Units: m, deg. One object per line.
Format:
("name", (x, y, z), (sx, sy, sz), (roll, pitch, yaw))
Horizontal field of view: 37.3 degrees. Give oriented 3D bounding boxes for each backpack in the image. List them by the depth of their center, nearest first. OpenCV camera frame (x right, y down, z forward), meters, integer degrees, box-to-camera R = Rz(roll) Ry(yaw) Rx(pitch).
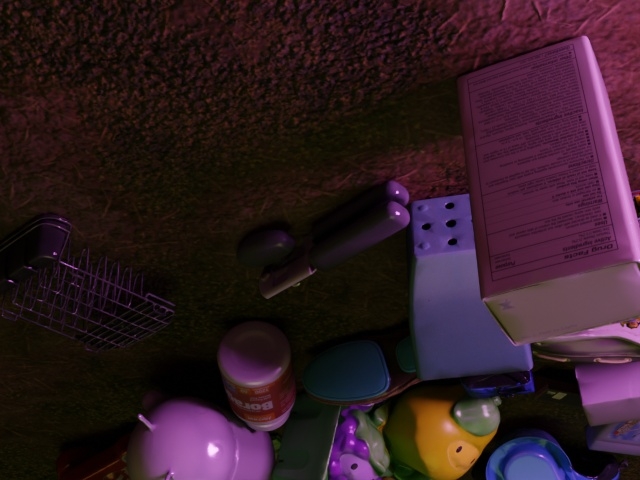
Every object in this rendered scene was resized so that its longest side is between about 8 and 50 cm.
("backpack", (0.295, 0.222, 1.598), (0.120, 0.098, 0.101), (-10, 147, 14))

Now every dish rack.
("dish rack", (-0.365, 0.081, 1.440), (0.208, 0.074, 0.271), (-27, 138, 35))

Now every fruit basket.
("fruit basket", (0.155, 0.394, 1.729), (0.392, 0.282, 0.392), (13, 156, 6))

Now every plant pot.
("plant pot", (0.195, 0.056, 1.318), (0.166, 0.165, 0.234), (-8, 137, 11))

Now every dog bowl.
("dog bowl", (0.441, 0.504, 1.889), (0.166, 0.074, 0.297), (-24, 102, 15))

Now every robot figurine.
("robot figurine", (-0.210, 0.389, 1.690), (0.200, 0.300, 0.353), (-45, 152, 2))

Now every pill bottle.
("pill bottle", (-0.103, 0.238, 1.607), (0.121, 0.121, 0.216), (-1, 144, 3))

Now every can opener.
("can opener", (0.000, 0.000, 1.313), (0.280, 0.074, 0.093), (-27, 135, 33))

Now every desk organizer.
("desk organizer", (0.447, 0.263, 1.691), (0.130, 0.050, 0.047), (13, 143, -16))

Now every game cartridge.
("game cartridge", (0.634, 0.330, 1.782), (0.198, 0.062, 0.297), (6, 144, -14))

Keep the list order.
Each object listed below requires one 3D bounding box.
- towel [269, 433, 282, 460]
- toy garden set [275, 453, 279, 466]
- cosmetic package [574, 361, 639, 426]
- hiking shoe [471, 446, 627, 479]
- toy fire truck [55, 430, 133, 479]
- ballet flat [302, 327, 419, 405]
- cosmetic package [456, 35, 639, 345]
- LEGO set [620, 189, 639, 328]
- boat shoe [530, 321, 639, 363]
("towel", (-0.137, 0.441, 1.983), (0.152, 0.023, 0.113), (-15, 144, 17))
("toy garden set", (-0.073, 0.501, 2.011), (0.244, 0.049, 0.204), (-19, 149, 25))
("cosmetic package", (0.545, 0.219, 1.566), (0.238, 0.127, 0.107), (-13, 143, 21))
("hiking shoe", (0.470, 0.477, 1.974), (0.304, 0.113, 0.132), (6, 114, 3))
("toy fire truck", (-0.391, 0.515, 1.988), (0.254, 0.169, 0.302), (-29, 139, 8))
("ballet flat", (0.136, 0.201, 1.584), (0.342, 0.116, 0.124), (-26, 156, 26))
("cosmetic package", (0.248, -0.059, 1.024), (0.160, 0.309, 0.113), (-15, 142, 22))
("LEGO set", (0.506, 0.044, 1.262), (0.331, 0.192, 0.255), (-9, 143, 14))
("boat shoe", (0.465, 0.139, 1.475), (0.305, 0.109, 0.091), (1, 145, 10))
